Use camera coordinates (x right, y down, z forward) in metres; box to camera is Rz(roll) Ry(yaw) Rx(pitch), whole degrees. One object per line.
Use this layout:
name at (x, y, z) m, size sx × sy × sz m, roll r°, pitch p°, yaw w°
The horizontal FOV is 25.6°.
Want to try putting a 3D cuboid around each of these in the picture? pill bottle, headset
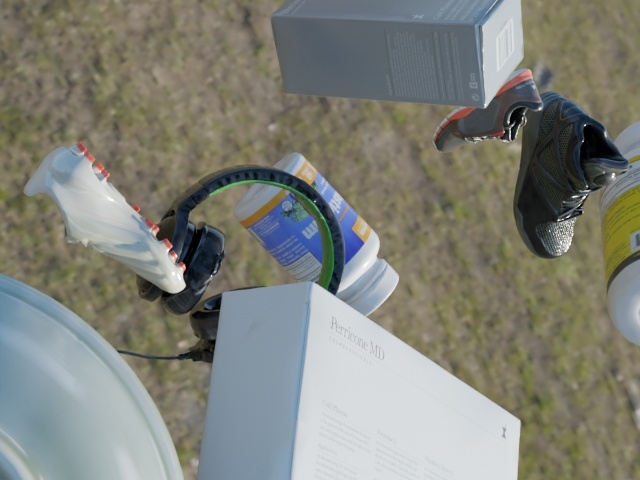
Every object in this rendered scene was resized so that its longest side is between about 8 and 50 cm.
pill bottle at (0.500, -0.018, 2.031) m, size 0.188 × 0.188 × 0.334 m, roll 47°, pitch 33°, yaw -33°
headset at (-0.139, 0.078, 1.810) m, size 0.243 × 0.394 × 0.185 m, roll 49°, pitch -4°, yaw -17°
pill bottle at (0.000, 0.000, 2.315) m, size 0.272 × 0.152 × 0.152 m, roll 46°, pitch 28°, yaw -12°

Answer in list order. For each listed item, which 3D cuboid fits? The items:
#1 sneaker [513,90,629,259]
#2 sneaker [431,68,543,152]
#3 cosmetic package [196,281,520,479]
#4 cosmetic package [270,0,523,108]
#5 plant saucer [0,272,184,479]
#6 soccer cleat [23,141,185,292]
sneaker at (0.312, -0.061, 1.758) m, size 0.130 × 0.087 × 0.227 m, roll 37°, pitch -45°, yaw 47°
sneaker at (0.192, -0.133, 1.625) m, size 0.061 × 0.158 × 0.065 m, roll -20°, pitch 77°, yaw -46°
cosmetic package at (0.042, 0.232, 1.157) m, size 0.377 × 0.097 × 0.284 m, roll 36°, pitch 56°, yaw -49°
cosmetic package at (0.081, -0.214, 1.477) m, size 0.127 × 0.238 × 0.107 m, roll -53°, pitch 144°, yaw -48°
plant saucer at (-0.273, 0.203, 0.873) m, size 0.400 × 0.400 × 0.100 m, roll 63°, pitch -14°, yaw -2°
soccer cleat at (-0.209, -0.011, 1.385) m, size 0.196 × 0.076 × 0.068 m, roll 50°, pitch -4°, yaw -28°
